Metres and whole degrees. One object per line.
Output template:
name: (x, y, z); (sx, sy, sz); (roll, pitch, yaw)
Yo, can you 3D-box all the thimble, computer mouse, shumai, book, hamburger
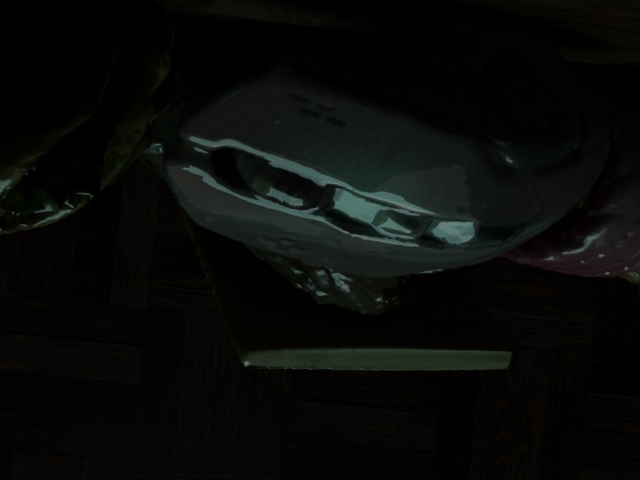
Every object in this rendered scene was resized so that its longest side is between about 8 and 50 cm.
thimble: (0.219, -0.055, 1.351); (0.125, 0.163, 0.189); (7, 166, -41)
computer mouse: (0.038, -0.050, 1.108); (0.389, 0.115, 0.199); (1, 138, -26)
shumai: (-0.056, -0.058, 1.391); (0.283, 0.217, 0.346); (6, -176, -7)
book: (0.000, 0.000, 1.609); (0.269, 0.032, 0.389); (3, -147, -21)
hamburger: (-0.193, -0.095, 1.006); (0.183, 0.206, 0.130); (-5, 136, 33)

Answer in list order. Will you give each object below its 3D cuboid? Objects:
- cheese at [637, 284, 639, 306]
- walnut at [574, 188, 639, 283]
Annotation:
cheese: (0.470, 0.045, 1.860); (0.233, 0.127, 0.266); (2, 136, 22)
walnut: (0.297, -0.047, 1.483); (0.149, 0.166, 0.166); (-5, 174, 34)
